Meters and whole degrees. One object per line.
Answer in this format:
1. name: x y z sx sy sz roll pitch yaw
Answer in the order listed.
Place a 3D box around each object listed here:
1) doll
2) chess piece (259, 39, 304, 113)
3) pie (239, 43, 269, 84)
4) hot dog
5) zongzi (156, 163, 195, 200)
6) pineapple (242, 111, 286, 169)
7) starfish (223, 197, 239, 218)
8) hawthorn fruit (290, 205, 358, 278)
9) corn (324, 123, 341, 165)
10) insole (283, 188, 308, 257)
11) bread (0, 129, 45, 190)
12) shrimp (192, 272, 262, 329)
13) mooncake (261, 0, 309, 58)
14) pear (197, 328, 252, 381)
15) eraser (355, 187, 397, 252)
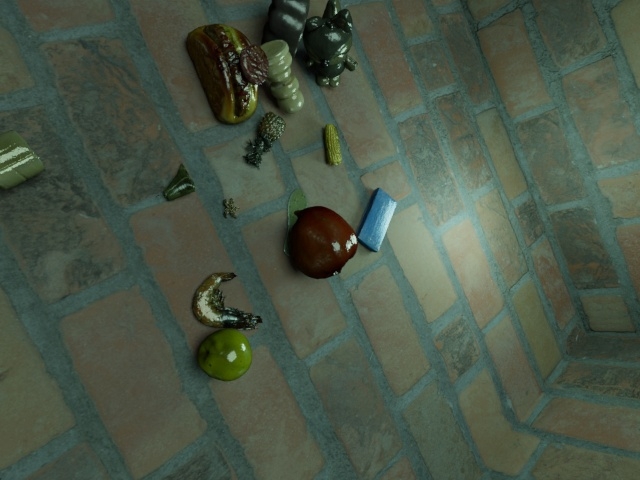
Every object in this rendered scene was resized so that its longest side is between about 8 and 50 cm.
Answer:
1. doll: 0.023 -0.949 2.001 0.253 0.382 0.378 -11 72 -2
2. chess piece: -0.162 -0.690 1.874 0.167 0.167 0.299 -60 143 -26
3. pie: -0.253 -0.676 1.666 0.155 0.036 0.154 -2 92 -53
4. hot dog: -0.371 -0.690 1.739 0.185 0.223 0.404 -26 97 -36
5. zongzi: -0.568 -0.216 1.643 0.154 0.062 0.130 -26 76 -18
6. pineapple: -0.246 -0.431 1.857 0.125 0.125 0.251 33 76 -25
7. starfish: -0.365 -0.127 1.763 0.078 0.028 0.091 -40 109 -34
8. hawthorn fruit: 0.015 0.007 1.837 0.295 0.295 0.311 -12 99 -35
9. corn: 0.058 -0.457 2.075 0.072 0.072 0.202 -3 83 -34
10. insole: -0.110 -0.081 1.937 0.109 0.007 0.321 18 71 -29
11. bread: -0.955 -0.245 1.327 0.141 0.134 0.148 -39 92 -28
12. shrimp: -0.346 0.239 1.694 0.291 0.054 0.222 22 70 -25
13. mooncake: -0.155 -0.953 1.880 0.154 0.306 0.305 13 74 -17
14. pear: -0.344 0.417 1.589 0.198 0.198 0.198 6 78 -33
15. eraser: 0.280 -0.103 2.178 0.144 0.043 0.311 36 64 -25
